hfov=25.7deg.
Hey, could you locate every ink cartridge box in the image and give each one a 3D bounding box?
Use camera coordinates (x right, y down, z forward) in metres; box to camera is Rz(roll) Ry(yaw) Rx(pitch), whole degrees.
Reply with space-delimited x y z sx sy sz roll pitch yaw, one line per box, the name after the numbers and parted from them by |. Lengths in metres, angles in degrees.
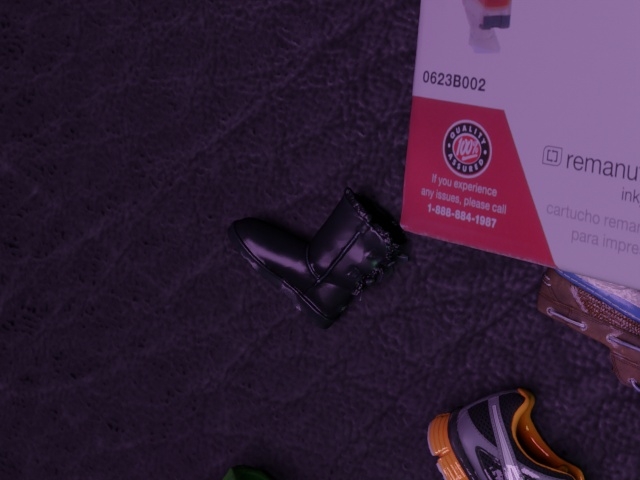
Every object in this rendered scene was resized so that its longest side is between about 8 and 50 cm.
0.208 -0.174 0.855 0.279 0.160 0.384 16 105 49 | ink cartridge box

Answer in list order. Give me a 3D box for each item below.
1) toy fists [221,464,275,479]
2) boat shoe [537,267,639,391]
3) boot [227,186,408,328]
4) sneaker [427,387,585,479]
-0.017 0.314 1.115 0.279 0.096 0.142 42 102 14 | toy fists
0.235 0.070 0.988 0.183 0.066 0.066 36 115 26 | boat shoe
0.000 0.000 1.087 0.121 0.045 0.099 44 114 5 | boot
0.165 0.205 1.025 0.083 0.084 0.215 -37 82 19 | sneaker
